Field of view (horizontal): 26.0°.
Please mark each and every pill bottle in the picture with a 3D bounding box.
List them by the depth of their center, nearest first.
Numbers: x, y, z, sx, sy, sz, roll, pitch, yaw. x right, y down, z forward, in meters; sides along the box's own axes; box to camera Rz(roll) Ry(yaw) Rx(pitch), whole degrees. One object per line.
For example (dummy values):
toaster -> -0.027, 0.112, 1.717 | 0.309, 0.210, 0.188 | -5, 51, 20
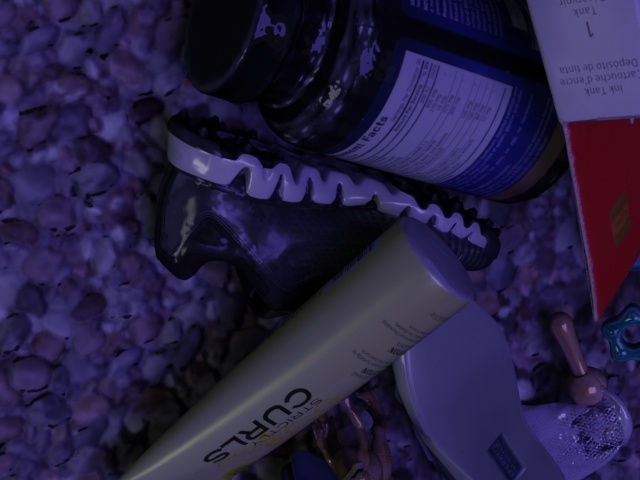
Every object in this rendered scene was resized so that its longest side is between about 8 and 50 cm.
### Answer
pill bottle -> 0.040, -0.102, 0.793 | 0.219, 0.123, 0.123 | 14, 98, -29

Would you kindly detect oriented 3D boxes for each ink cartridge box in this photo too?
ink cartridge box -> 0.212, -0.137, 0.820 | 0.296, 0.066, 0.261 | -47, 127, -47

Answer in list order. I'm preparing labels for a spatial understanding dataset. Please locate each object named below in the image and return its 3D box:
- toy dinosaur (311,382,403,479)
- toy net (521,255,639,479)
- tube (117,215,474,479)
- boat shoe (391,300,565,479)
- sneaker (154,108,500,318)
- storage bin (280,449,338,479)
toy dinosaur -> 0.028, 0.142, 0.876 | 0.053, 0.093, 0.183 | -26, 160, 13
toy net -> 0.212, 0.074, 0.958 | 0.122, 0.045, 0.232 | 21, 109, 6
tube -> -0.018, 0.083, 0.802 | 0.240, 0.062, 0.070 | -40, 111, 19
boat shoe -> 0.086, 0.112, 0.902 | 0.079, 0.081, 0.227 | -44, 127, -19
sneaker -> 0.000, 0.000, 0.833 | 0.234, 0.078, 0.106 | 13, 106, -30
storage bin -> 0.004, 0.206, 0.890 | 0.135, 0.098, 0.091 | 33, 115, -32
